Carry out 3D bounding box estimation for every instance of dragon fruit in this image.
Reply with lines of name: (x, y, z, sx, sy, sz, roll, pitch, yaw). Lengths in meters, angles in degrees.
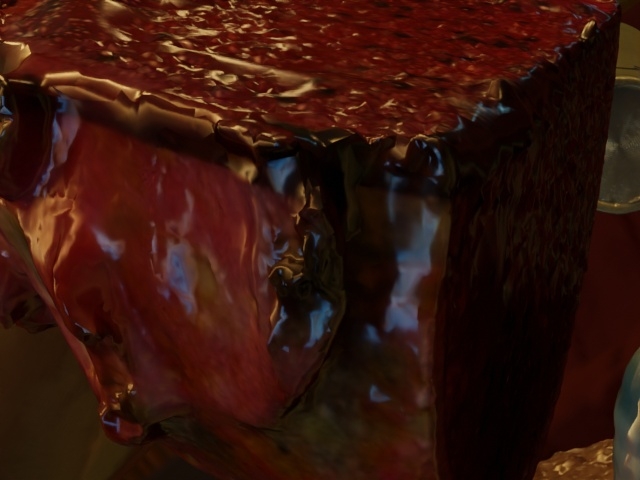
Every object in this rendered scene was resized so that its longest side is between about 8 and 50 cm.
dragon fruit: (0.000, 0.000, 0.508, 0.163, 0.189, 0.262, -20, 5, 18)

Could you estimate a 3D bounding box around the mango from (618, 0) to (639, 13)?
mango: (0.119, -0.234, 1.360, 0.130, 0.262, 0.167, 86, -156, -70)

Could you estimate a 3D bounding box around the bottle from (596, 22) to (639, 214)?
bottle: (0.159, -0.072, 1.067, 0.072, 0.072, 0.201, -41, 7, 14)

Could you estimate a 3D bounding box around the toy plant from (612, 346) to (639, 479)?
toy plant: (0.191, 0.144, 0.691, 0.332, 0.247, 0.247, -61, -12, 16)

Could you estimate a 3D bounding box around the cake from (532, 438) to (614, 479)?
cake: (0.241, 0.322, 1.537, 0.282, 0.290, 0.256, -19, 13, 7)

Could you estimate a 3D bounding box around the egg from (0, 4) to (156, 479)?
egg: (-0.196, -0.001, 1.197, 0.301, 0.301, 0.374, -22, -53, -73)
